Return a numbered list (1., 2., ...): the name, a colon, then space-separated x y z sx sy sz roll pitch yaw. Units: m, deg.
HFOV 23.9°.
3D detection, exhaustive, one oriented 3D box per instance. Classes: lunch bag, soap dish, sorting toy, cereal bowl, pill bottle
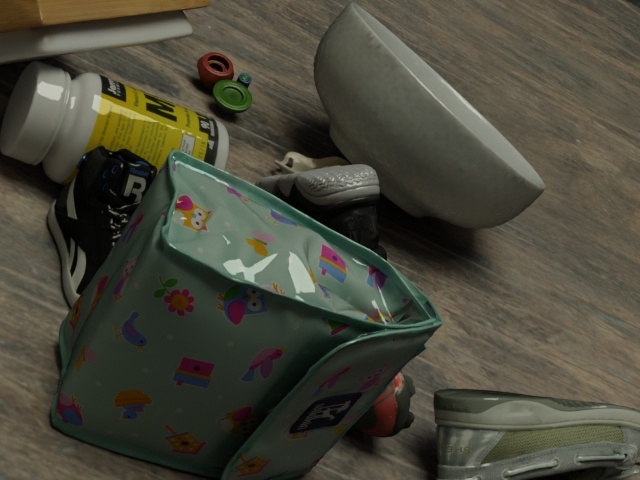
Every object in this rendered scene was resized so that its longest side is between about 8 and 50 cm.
1. lunch bag: -0.060 0.087 1.249 0.262 0.223 0.160 25 32 -20
2. soap dish: -0.291 -0.249 1.581 0.229 0.118 0.291 -3 10 30
3. sorting toy: -0.120 -0.188 1.884 0.061 0.042 0.102 -5 55 -31
4. cereal bowl: 0.113 -0.132 1.878 0.339 0.141 0.339 42 10 -9
5. sorting toy: -0.016 -0.082 1.810 0.075 0.045 0.083 30 24 11
6. pill bottle: -0.208 -0.099 1.526 0.208 0.119 0.119 20 29 -26

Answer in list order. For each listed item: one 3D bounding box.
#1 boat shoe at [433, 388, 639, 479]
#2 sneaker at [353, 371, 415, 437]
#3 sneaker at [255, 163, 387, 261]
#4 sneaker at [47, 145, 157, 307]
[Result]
1. boat shoe: 0.234 0.210 1.525 0.320 0.103 0.118 11 -7 -44
2. sneaker: -0.029 0.088 1.434 0.135 0.098 0.276 -25 69 -46
3. sneaker: 0.000 0.000 1.616 0.101 0.153 0.268 -9 3 -14
4. sneaker: -0.186 -0.007 1.387 0.079 0.121 0.217 10 34 -38
